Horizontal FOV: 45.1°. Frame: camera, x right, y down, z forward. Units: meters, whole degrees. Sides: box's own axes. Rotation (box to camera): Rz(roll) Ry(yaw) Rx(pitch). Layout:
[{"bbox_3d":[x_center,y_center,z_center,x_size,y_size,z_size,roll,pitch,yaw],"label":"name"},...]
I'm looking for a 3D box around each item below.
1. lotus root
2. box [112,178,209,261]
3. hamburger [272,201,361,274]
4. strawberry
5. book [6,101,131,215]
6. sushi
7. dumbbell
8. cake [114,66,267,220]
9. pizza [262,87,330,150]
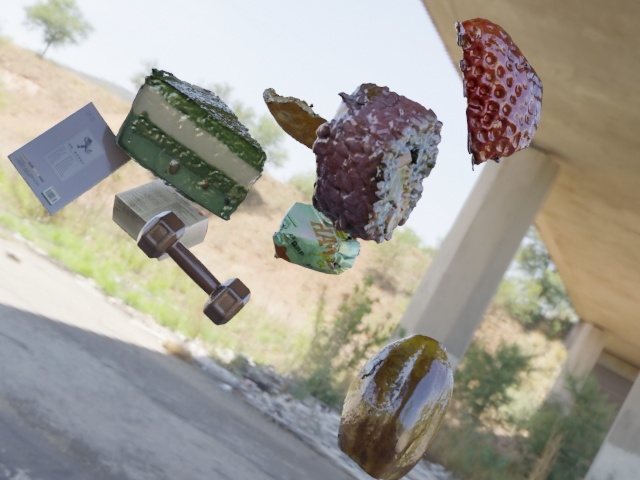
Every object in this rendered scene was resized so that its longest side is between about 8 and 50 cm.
[{"bbox_3d":[0.147,0.318,1.519,0.193,0.291,0.193,29,-11,6],"label":"lotus root"},{"bbox_3d":[-0.439,-0.061,2.117,0.212,0.095,0.168,38,43,24],"label":"box"},{"bbox_3d":[0.001,-0.003,1.958,0.214,0.125,0.235,20,25,7],"label":"hamburger"},{"bbox_3d":[0.355,-0.300,1.505,0.150,0.280,0.253,-3,20,18],"label":"strawberry"},{"bbox_3d":[-0.435,-0.144,1.348,0.014,0.181,0.127,2,-51,57],"label":"book"},{"bbox_3d":[0.097,-0.135,1.378,0.170,0.270,0.236,31,40,25],"label":"sushi"},{"bbox_3d":[-0.230,0.049,1.401,0.231,0.092,0.082,45,-5,-1],"label":"dumbbell"},{"bbox_3d":[-0.188,-0.156,1.359,0.283,0.158,0.172,36,15,21],"label":"cake"},{"bbox_3d":[-0.039,-0.302,1.995,0.271,0.056,0.134,33,-37,-9],"label":"pizza"}]
